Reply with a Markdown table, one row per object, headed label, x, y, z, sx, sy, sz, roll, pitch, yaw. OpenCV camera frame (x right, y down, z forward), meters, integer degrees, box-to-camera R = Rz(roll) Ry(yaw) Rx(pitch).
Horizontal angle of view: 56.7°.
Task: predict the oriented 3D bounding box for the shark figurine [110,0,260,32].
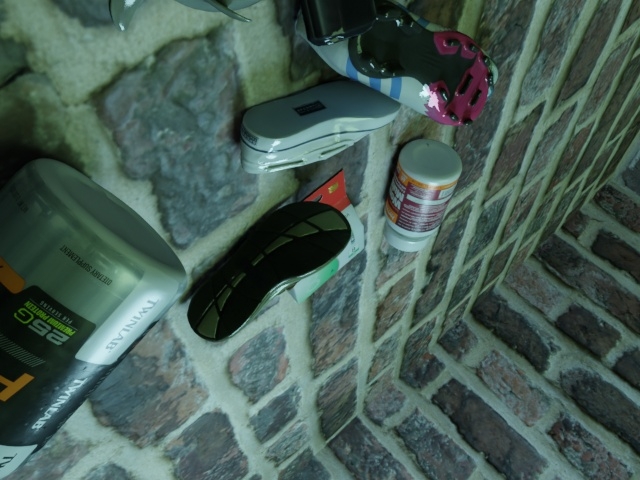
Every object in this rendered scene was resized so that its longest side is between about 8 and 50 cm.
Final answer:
| label | x | y | z | sx | sy | sz | roll | pitch | yaw |
| --- | --- | --- | --- | --- | --- | --- | --- | --- | --- |
| shark figurine | -0.076 | -0.241 | 0.548 | 0.278 | 0.116 | 0.166 | -15 | 141 | -46 |

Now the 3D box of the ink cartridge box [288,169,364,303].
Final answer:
| label | x | y | z | sx | sy | sz | roll | pitch | yaw |
| --- | --- | --- | --- | --- | --- | --- | --- | --- | --- |
| ink cartridge box | 0.000 | 0.000 | 1.086 | 0.181 | 0.056 | 0.224 | -40 | 156 | -17 |

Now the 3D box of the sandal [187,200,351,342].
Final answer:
| label | x | y | z | sx | sy | sz | roll | pitch | yaw |
| --- | --- | --- | --- | --- | --- | --- | --- | --- | --- |
| sandal | -0.087 | 0.044 | 0.966 | 0.303 | 0.120 | 0.086 | -37 | 171 | -3 |

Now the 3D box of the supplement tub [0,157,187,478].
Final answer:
| label | x | y | z | sx | sy | sz | roll | pitch | yaw |
| --- | --- | --- | --- | --- | --- | --- | --- | --- | --- |
| supplement tub | -0.301 | 0.093 | 0.579 | 0.316 | 0.193 | 0.193 | -48 | 155 | 0 |

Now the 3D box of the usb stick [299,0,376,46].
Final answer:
| label | x | y | z | sx | sy | sz | roll | pitch | yaw |
| --- | --- | --- | --- | --- | --- | --- | --- | --- | --- |
| usb stick | -0.008 | -0.306 | 0.497 | 0.077 | 0.045 | 0.277 | -29 | 120 | -25 |

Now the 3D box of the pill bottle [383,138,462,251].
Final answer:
| label | x | y | z | sx | sy | sz | roll | pitch | yaw |
| --- | --- | --- | --- | --- | --- | --- | --- | --- | --- |
| pill bottle | 0.195 | -0.084 | 1.188 | 0.121 | 0.121 | 0.221 | -31 | 151 | -30 |

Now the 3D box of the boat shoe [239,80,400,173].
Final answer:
| label | x | y | z | sx | sy | sz | roll | pitch | yaw |
| --- | --- | --- | --- | --- | --- | --- | --- | --- | --- |
| boat shoe | -0.002 | -0.157 | 0.827 | 0.258 | 0.095 | 0.084 | -17 | 147 | -30 |

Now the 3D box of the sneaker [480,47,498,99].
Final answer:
| label | x | y | z | sx | sy | sz | roll | pitch | yaw |
| --- | --- | --- | --- | --- | --- | --- | --- | --- | --- |
| sneaker | 0.239 | -0.261 | 0.999 | 0.283 | 0.122 | 0.110 | -14 | 140 | -50 |

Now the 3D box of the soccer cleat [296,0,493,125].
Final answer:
| label | x | y | z | sx | sy | sz | roll | pitch | yaw |
| --- | --- | --- | --- | --- | --- | --- | --- | --- | --- |
| soccer cleat | 0.108 | -0.243 | 0.780 | 0.331 | 0.143 | 0.116 | 9 | 109 | -50 |
